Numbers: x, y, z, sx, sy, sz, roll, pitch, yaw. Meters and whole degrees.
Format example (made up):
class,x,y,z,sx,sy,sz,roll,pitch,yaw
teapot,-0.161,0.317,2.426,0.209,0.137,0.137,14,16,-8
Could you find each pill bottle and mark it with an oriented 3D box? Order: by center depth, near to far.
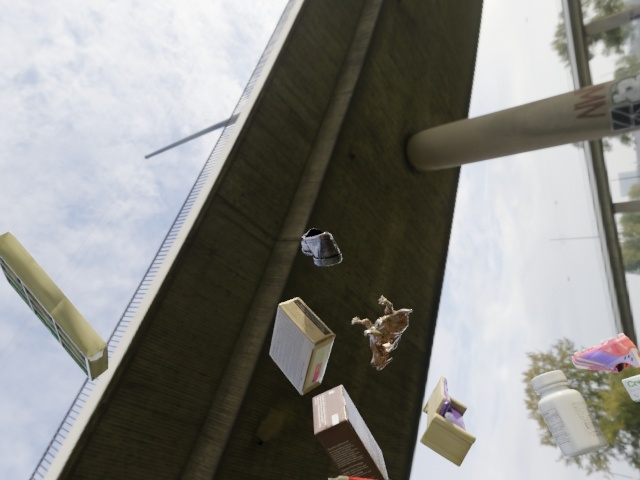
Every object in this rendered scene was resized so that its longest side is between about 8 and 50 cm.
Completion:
class,x,y,z,sx,sy,sz,roll,pitch,yaw
pill bottle,0.758,0.532,1.249,0.131,0.131,0.229,31,-146,-44

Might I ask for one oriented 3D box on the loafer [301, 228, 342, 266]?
class,x,y,z,sx,sy,sz,roll,pitch,yaw
loafer,0.000,0.000,1.246,0.109,0.302,0.095,-13,-77,-9

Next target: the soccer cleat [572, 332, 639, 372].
class,x,y,z,sx,sy,sz,roll,pitch,yaw
soccer cleat,0.816,0.346,1.164,0.248,0.083,0.095,88,166,-59

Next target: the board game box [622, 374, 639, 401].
class,x,y,z,sx,sy,sz,roll,pitch,yaw
board game box,0.852,0.323,0.958,0.305,0.193,0.053,18,-132,-46

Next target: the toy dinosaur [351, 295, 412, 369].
class,x,y,z,sx,sy,sz,roll,pitch,yaw
toy dinosaur,0.253,0.325,1.475,0.200,0.295,0.127,31,-151,-22

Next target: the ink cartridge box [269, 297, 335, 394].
class,x,y,z,sx,sy,sz,roll,pitch,yaw
ink cartridge box,-0.064,0.333,1.280,0.088,0.193,0.234,-15,-48,-38

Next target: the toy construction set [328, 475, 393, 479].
class,x,y,z,sx,sy,sz,roll,pitch,yaw
toy construction set,0.053,0.630,0.887,0.237,0.309,0.257,12,-89,-6

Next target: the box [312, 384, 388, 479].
class,x,y,z,sx,sy,sz,roll,pitch,yaw
box,0.113,0.762,1.515,0.191,0.143,0.381,-99,-17,-72

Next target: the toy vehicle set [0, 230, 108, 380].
class,x,y,z,sx,sy,sz,roll,pitch,yaw
toy vehicle set,-0.482,0.126,0.728,0.267,0.166,0.035,46,-129,7

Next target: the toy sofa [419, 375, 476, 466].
class,x,y,z,sx,sy,sz,roll,pitch,yaw
toy sofa,0.481,0.654,1.504,0.177,0.150,0.362,-62,-16,2
